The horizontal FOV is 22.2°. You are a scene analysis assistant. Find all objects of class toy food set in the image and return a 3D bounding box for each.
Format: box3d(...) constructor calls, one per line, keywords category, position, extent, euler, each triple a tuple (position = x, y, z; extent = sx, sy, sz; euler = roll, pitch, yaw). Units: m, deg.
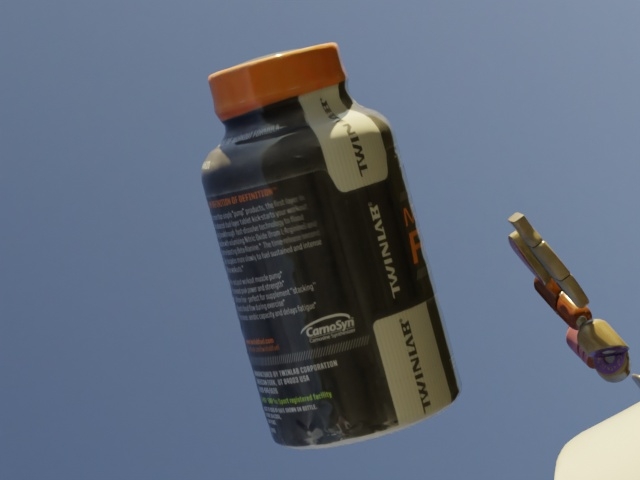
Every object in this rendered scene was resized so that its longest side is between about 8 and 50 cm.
box3d(category="toy food set", position=(0.134, 0.039, 0.879), extent=(0.122, 0.019, 0.078), euler=(51, 180, 2))

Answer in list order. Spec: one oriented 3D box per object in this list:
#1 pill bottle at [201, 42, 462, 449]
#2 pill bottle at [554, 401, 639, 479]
box3d(category="pill bottle", position=(0.000, 0.000, 1.049), extent=(0.130, 0.130, 0.245), euler=(-22, -81, -52))
box3d(category="pill bottle", position=(0.215, 0.053, 0.403), extent=(0.161, 0.283, 0.161), euler=(49, -157, -29))
